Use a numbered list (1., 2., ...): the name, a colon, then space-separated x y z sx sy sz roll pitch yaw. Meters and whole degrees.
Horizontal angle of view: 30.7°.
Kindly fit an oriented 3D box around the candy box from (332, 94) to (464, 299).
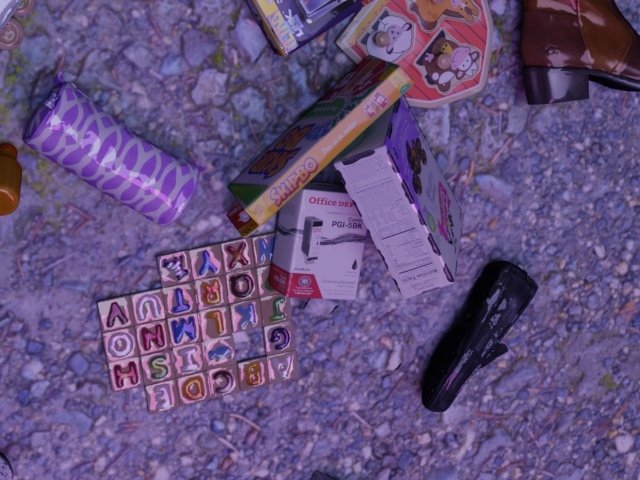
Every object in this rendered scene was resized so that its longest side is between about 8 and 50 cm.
1. candy box: 0.098 -0.057 1.387 0.070 0.165 0.196 -20 115 21

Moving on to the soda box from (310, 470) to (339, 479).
1. soda box: -0.021 0.455 1.522 0.098 0.091 0.286 28 93 -25

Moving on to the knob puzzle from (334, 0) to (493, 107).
1. knob puzzle: 0.139 -0.247 1.431 0.213 0.030 0.213 -6 106 -20

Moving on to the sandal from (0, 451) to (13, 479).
1. sandal: -0.474 0.303 1.335 0.255 0.054 0.097 -28 105 -2

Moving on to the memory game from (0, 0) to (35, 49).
1. memory game: -0.395 -0.262 1.229 0.186 0.012 0.186 -5 106 -19

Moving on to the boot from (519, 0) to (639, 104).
1. boot: 0.362 -0.327 1.484 0.264 0.096 0.280 -8 100 -11

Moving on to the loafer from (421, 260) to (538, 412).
1. loafer: 0.211 0.134 1.534 0.078 0.076 0.223 32 87 -17

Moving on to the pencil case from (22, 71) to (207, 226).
1. pencil case: -0.232 -0.098 1.302 0.206 0.086 0.088 35 62 -26

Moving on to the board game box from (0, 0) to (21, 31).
1. board game box: -0.421 -0.417 1.147 0.390 0.050 0.390 34 88 -25

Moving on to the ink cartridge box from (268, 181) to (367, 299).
1. ink cartridge box: 0.000 0.000 1.423 0.099 0.056 0.135 3 102 -27

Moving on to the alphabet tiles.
1. alphabet tiles: -0.148 0.104 1.425 0.237 0.009 0.198 -12 108 -18

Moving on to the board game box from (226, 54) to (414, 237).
1. board game box: -0.012 -0.111 1.347 0.259 0.124 0.039 -45 110 0

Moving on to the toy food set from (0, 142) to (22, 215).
1. toy food set: -0.441 -0.061 1.238 0.232 0.104 0.111 -19 125 3

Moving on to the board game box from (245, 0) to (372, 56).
1. board game box: -0.030 -0.319 1.336 0.141 0.048 0.170 -33 114 -8
